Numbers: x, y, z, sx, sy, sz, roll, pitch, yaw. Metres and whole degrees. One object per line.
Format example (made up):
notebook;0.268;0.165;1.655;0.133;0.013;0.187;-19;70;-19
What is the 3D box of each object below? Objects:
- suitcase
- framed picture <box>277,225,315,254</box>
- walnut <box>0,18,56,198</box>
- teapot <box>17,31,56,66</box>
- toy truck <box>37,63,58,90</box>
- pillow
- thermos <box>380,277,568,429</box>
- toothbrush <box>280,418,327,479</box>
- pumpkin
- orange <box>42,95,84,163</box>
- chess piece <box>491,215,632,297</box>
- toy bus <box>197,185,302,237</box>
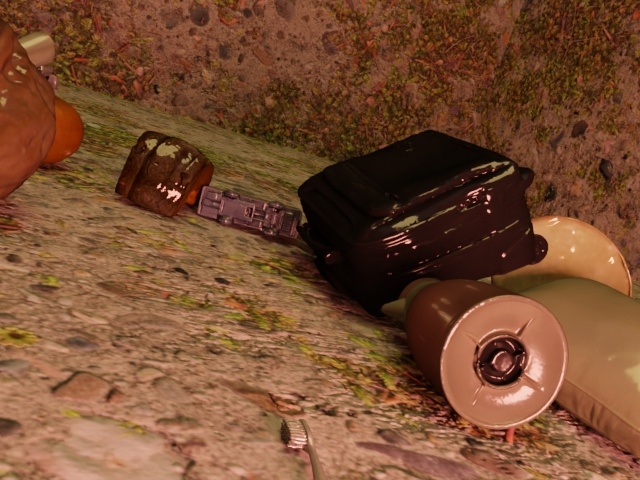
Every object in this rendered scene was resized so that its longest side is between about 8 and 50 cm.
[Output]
suitcase;0.141;-0.036;1.137;0.339;0.188;0.345;-22;25;-10
framed picture;0.000;0.000;1.401;0.150;0.015;0.203;27;14;36
walnut;-0.470;-0.172;0.869;0.227;0.273;0.273;-15;11;4
teapot;-0.549;-0.254;1.097;0.318;0.149;0.220;-36;48;-22
toy truck;-0.646;-0.311;1.402;0.176;0.178;0.363;17;9;-10
pillow;0.394;0.155;0.950;0.255;0.120;0.322;-13;30;-27
thermos;0.184;0.114;0.856;0.176;0.146;0.265;6;6;-10
toothbrush;0.009;0.192;0.483;0.024;0.018;0.257;12;13;-19
pumpkin;-0.268;-0.129;1.283;0.131;0.126;0.248;21;11;-3
orange;-0.507;-0.203;1.250;0.156;0.124;0.156;33;10;-6
chess piece;0.459;0.075;1.346;0.234;0.234;0.442;23;6;17
toy bus;-0.130;-0.053;1.300;0.190;0.064;0.075;14;6;-3
